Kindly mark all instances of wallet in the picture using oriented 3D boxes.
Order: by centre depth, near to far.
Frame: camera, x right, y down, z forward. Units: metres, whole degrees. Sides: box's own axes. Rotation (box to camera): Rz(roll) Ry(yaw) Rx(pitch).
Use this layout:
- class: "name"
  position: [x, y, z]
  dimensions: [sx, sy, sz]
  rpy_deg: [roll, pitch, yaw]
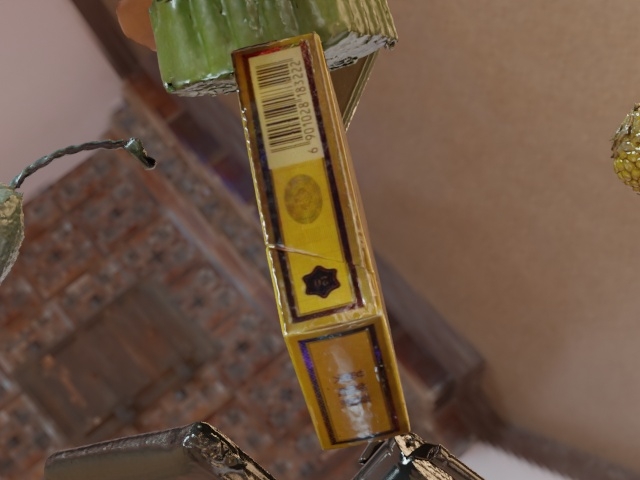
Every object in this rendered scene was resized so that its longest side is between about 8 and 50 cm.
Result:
- class: "wallet"
  position: [-0.122, 0.216, 1.446]
  dimensions: [0.149, 0.044, 0.250]
  rpy_deg: [42, 145, -25]

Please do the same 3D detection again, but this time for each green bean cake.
- class: "green bean cake"
  position: [-0.046, -0.213, 1.676]
  dimensions: [0.200, 0.214, 0.113]
  rpy_deg: [-15, -90, -71]

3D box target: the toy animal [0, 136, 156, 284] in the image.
- class: "toy animal"
  position: [-0.255, -0.020, 1.416]
  dimensions: [0.070, 0.253, 0.079]
  rpy_deg: [39, 161, 24]

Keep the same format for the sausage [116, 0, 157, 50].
- class: "sausage"
  position: [-0.120, -0.312, 1.802]
  dimensions: [0.086, 0.086, 0.289]
  rpy_deg: [49, 123, 8]

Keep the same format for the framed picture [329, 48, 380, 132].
- class: "framed picture"
  position: [-0.018, -0.282, 2.223]
  dimensions: [0.022, 0.247, 0.335]
  rpy_deg: [2, 142, 29]

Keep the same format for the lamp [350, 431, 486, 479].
- class: "lamp"
  position: [0.052, 0.260, 1.566]
  dimensions: [0.147, 0.227, 0.172]
  rpy_deg: [38, -170, -14]

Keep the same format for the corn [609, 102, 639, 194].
- class: "corn"
  position: [0.438, -0.048, 1.780]
  dimensions: [0.293, 0.106, 0.106]
  rpy_deg: [29, 160, 2]

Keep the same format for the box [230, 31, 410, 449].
- class: "box"
  position: [0.000, 0.000, 1.442]
  dimensions: [0.193, 0.084, 0.301]
  rpy_deg: [73, -175, -54]
